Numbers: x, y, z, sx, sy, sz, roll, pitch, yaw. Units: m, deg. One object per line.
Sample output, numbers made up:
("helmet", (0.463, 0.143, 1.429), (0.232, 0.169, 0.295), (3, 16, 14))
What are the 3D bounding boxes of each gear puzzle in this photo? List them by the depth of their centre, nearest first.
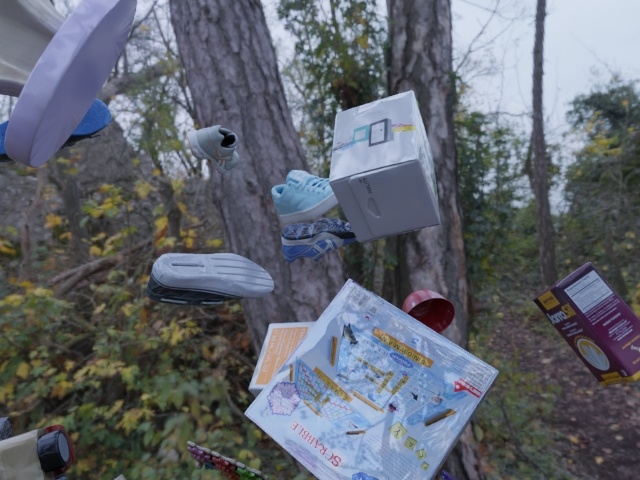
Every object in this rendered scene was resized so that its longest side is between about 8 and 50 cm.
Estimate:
("gear puzzle", (-0.221, 0.668, 1.449), (0.339, 0.044, 0.175), (15, -36, 18))

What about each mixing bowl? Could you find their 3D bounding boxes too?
("mixing bowl", (0.343, 0.230, 1.711), (0.182, 0.181, 0.098), (-6, 35, -11))

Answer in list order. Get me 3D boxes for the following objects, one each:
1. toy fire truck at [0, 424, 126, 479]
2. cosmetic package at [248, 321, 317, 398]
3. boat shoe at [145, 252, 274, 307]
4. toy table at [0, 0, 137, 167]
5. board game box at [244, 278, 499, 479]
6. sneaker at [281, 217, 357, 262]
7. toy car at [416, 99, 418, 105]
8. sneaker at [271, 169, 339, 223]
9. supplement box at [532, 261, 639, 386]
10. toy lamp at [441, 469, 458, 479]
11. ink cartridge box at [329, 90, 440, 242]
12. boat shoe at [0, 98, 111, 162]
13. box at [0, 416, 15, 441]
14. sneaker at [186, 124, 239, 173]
("toy fire truck", (-0.422, 0.416, 0.853), (0.159, 0.216, 0.246), (-16, -13, -14))
("cosmetic package", (0.051, 0.362, 1.462), (0.454, 0.230, 0.161), (-7, -45, 23))
("boat shoe", (-0.274, 0.105, 1.285), (0.335, 0.121, 0.119), (13, -51, -40))
("toy table", (-0.342, -0.224, 0.587), (0.161, 0.274, 0.252), (25, -49, -18))
("board game box", (0.086, 0.275, 0.902), (0.319, 0.318, 0.066), (32, -17, 28))
("sneaker", (0.000, 0.000, 1.228), (0.211, 0.081, 0.080), (-6, 32, -27))
("toy car", (0.241, -0.285, 1.457), (0.149, 0.188, 0.155), (-39, 6, -9))
("sneaker", (-0.042, -0.152, 1.590), (0.366, 0.150, 0.135), (-16, 21, 49))
("supplement box", (0.473, 0.145, 0.883), (0.081, 0.188, 0.104), (-31, -17, -12))
("toy lamp", (0.349, 0.871, 1.631), (0.080, 0.274, 0.080), (33, -4, 3))
("ink cartridge box", (0.151, -0.169, 1.191), (0.197, 0.270, 0.198), (-13, -47, 19))
("boat shoe", (-0.561, -0.233, 1.057), (0.089, 0.108, 0.258), (-22, 6, 44))
("box", (-0.768, 0.480, 1.242), (0.018, 0.067, 0.083), (-8, 21, -8))
("sneaker", (-0.290, -0.277, 1.562), (0.121, 0.099, 0.262), (-16, -8, 14))
